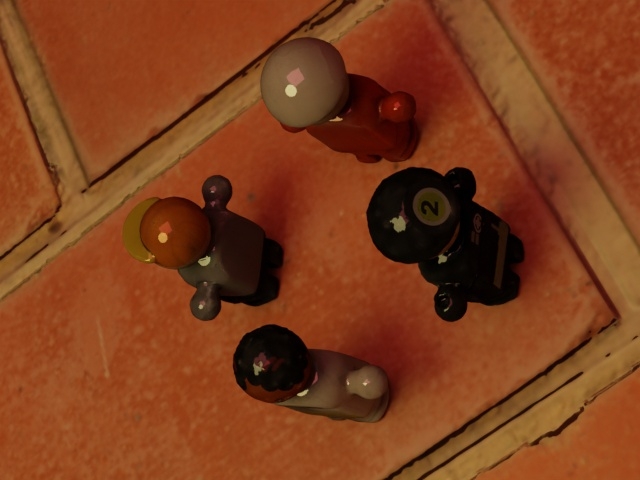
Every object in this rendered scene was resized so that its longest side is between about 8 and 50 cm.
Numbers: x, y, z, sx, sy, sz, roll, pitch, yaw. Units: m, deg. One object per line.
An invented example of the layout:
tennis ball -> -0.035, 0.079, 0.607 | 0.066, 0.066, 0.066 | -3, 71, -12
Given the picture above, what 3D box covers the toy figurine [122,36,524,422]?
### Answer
toy figurine -> 0.000, 0.000, 1.068 | 0.209, 0.148, 0.213 | -43, 58, 12
